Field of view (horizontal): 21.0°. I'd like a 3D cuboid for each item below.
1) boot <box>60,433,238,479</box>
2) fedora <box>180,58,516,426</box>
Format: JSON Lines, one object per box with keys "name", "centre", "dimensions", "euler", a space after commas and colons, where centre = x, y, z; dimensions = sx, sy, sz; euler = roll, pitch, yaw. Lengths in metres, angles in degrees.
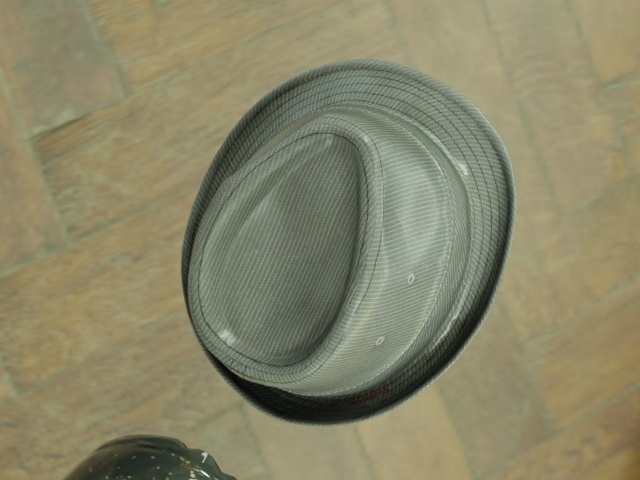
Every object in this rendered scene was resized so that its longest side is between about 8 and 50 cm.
{"name": "boot", "centre": [-0.042, 0.246, 0.516], "dimensions": [0.338, 0.118, 0.223], "euler": [51, 46, 0]}
{"name": "fedora", "centre": [0.000, 0.000, 1.219], "dimensions": [0.244, 0.124, 0.275], "euler": [35, 100, 18]}
